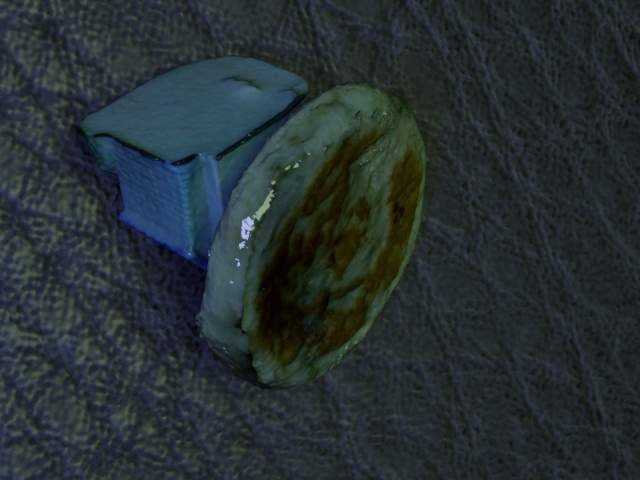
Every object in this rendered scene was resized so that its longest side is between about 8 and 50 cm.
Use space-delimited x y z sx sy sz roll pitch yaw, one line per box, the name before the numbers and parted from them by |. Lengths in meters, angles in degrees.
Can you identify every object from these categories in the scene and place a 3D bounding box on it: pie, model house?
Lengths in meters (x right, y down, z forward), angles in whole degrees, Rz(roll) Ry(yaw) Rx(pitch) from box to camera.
pie | 0.000 0.000 0.959 0.240 0.054 0.240 -39 143 -39
model house | -0.075 -0.034 0.965 0.148 0.119 0.148 -36 133 -39
